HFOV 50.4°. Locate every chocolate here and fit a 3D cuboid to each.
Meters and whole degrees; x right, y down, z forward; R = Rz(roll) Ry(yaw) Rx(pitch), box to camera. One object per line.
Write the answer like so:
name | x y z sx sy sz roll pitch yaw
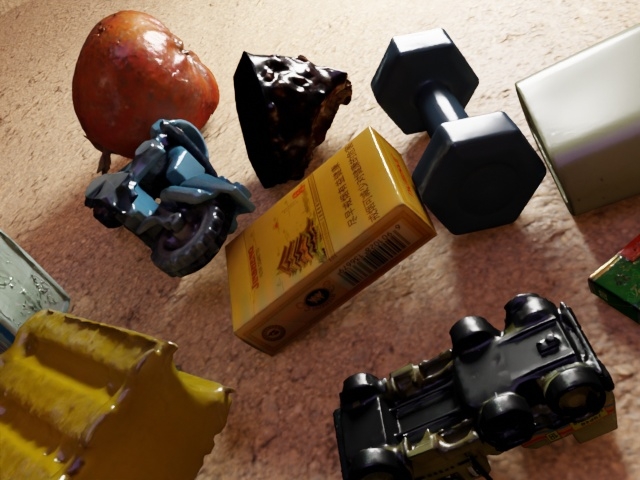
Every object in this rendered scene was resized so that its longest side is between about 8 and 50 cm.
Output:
chocolate | -0.023 -0.200 1.083 0.177 0.206 0.224 -14 -1 -14

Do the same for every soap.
soap | -0.302 0.241 0.789 0.335 0.156 0.293 3 57 44

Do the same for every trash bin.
trash bin | 0.383 -0.163 0.814 0.247 0.121 0.243 -21 42 17

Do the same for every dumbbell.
dumbbell | 0.171 -0.157 0.912 0.316 0.143 0.156 -104 33 -48

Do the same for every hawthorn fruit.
hawthorn fruit | -0.350 -0.257 1.286 0.307 0.276 0.276 -55 41 5

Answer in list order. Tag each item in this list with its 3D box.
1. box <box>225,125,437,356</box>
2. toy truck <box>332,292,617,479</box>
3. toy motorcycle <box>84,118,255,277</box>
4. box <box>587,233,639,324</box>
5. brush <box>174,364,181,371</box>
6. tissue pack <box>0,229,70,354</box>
box | 0.000 0.000 0.875 0.274 0.076 0.174 -38 36 20
toy truck | 0.139 0.164 0.641 0.257 0.127 0.127 -25 34 10
toy motorcycle | -0.235 -0.085 1.086 0.232 0.172 0.416 -50 34 -11
box | 0.392 0.062 0.647 0.132 0.034 0.235 -38 40 -6
brush | -0.215 0.234 0.871 0.033 0.030 0.178 -22 41 27
tissue pack | -0.579 0.111 1.094 0.263 0.198 0.146 -14 41 20
